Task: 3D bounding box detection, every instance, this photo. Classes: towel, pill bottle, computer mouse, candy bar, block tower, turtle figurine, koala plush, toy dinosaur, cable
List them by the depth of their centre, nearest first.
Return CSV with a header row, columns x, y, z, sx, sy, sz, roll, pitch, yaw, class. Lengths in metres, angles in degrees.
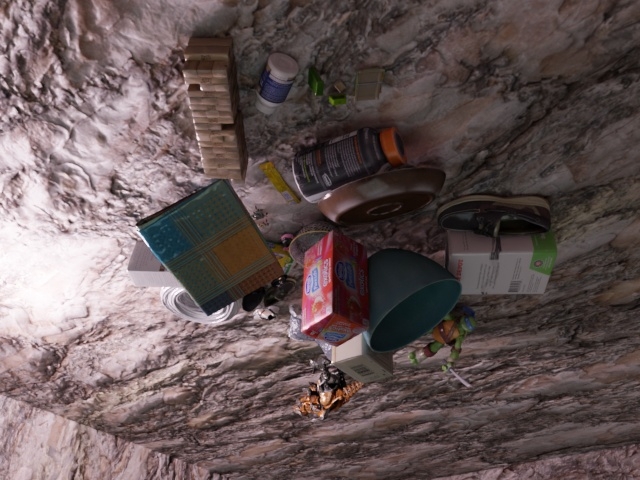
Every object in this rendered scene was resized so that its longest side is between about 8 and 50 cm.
x,y,z,sx,sy,sz,roll,pitch,yaw,class
-0.096,-0.324,1.203,0.067,0.067,0.120,17,139,-16,pill bottle
-0.224,-0.271,1.264,0.097,0.091,0.335,2,141,4,block tower
0.070,-0.179,1.318,0.245,0.130,0.130,-16,137,24,pill bottle
-0.100,-0.142,1.470,0.040,0.018,0.161,-13,139,25,candy bar
-0.289,0.026,1.568,0.271,0.040,0.370,-29,128,1,towel
-0.183,0.157,1.817,0.041,0.071,0.242,38,130,-15,computer mouse
-0.375,0.170,1.833,0.257,0.089,0.257,6,142,-1,cable
0.357,0.324,1.851,0.198,0.275,0.266,39,141,-15,turtle figurine
-0.002,0.281,1.873,0.221,0.203,0.196,15,141,5,koala plush
0.039,0.580,2.200,0.322,0.218,0.164,-10,139,17,toy dinosaur

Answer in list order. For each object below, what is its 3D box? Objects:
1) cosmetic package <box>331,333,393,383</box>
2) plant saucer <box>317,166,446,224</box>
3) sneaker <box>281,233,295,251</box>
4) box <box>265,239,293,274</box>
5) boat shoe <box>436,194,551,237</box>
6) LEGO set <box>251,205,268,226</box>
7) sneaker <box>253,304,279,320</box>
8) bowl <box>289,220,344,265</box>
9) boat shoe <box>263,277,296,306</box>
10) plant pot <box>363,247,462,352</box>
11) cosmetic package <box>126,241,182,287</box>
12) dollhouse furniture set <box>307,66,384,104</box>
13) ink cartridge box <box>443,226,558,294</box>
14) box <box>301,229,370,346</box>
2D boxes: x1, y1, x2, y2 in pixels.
x,y,z,sx,sy,sz,roll,pitch,yaw,class
0.127,0.241,1.697,0.113,0.309,0.160,-24,132,30,cosmetic package
0.149,-0.094,1.366,0.310,0.050,0.310,-11,169,-2,plant saucer
-0.064,0.029,1.651,0.119,0.057,0.047,28,134,-29,sneaker
-0.169,0.044,1.691,0.179,0.043,0.105,16,139,-11,box
0.442,-0.053,1.471,0.285,0.092,0.103,-2,141,7,boat shoe
-0.166,-0.060,1.575,0.054,0.023,0.083,-18,136,25,LEGO set
-0.187,0.253,1.953,0.109,0.044,0.040,-23,136,32,sneaker
0.000,0.000,1.588,0.170,0.080,0.170,2,140,2,bowl
-0.129,0.169,1.836,0.056,0.049,0.152,26,136,-25,boat shoe
0.205,0.134,1.555,0.290,0.195,0.290,-23,146,-17,plant pot
-0.433,0.070,1.689,0.231,0.117,0.085,-1,140,4,cosmetic package
0.054,-0.334,1.213,0.151,0.058,0.076,-9,136,-14,dollhouse furniture set
0.481,0.051,1.580,0.272,0.115,0.198,-1,141,6,ink cartridge box
0.038,0.121,1.466,0.122,0.257,0.128,26,135,-28,box
